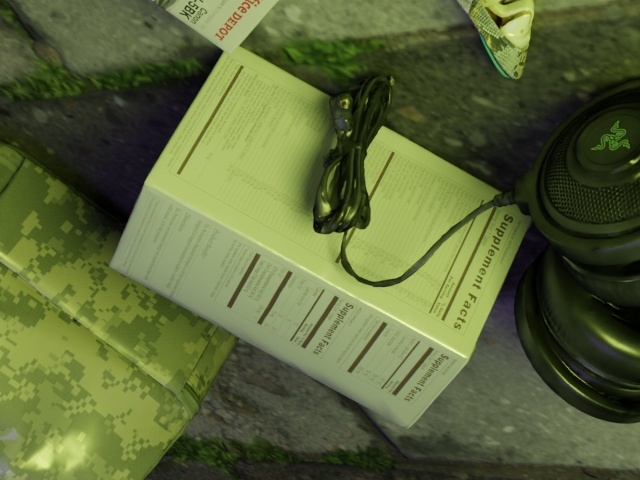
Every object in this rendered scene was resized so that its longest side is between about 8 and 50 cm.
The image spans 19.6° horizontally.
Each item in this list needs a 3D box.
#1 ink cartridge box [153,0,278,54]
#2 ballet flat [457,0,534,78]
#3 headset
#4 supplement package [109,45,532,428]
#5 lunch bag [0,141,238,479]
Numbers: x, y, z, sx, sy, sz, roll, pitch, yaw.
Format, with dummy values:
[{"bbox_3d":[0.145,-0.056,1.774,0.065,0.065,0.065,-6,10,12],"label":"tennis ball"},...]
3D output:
[{"bbox_3d":[-0.080,-0.189,1.140,0.135,0.056,0.099,34,149,-10],"label":"ink cartridge box"},{"bbox_3d":[0.103,-0.139,1.088,0.041,0.041,0.114,-2,140,41],"label":"ballet flat"},{"bbox_3d":[0.192,-0.014,1.153,0.394,0.185,0.243,6,142,7],"label":"headset"},{"bbox_3d":[0.000,0.000,1.285,0.244,0.139,0.134,30,149,-2],"label":"supplement package"},{"bbox_3d":[-0.262,0.101,1.541,0.305,0.256,0.213,41,148,-20],"label":"lunch bag"}]
